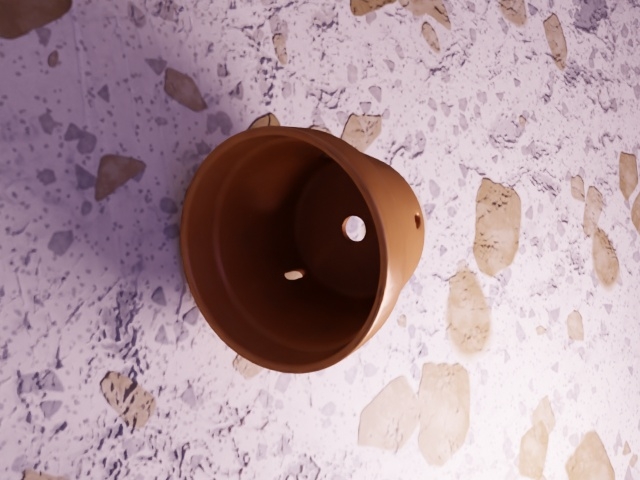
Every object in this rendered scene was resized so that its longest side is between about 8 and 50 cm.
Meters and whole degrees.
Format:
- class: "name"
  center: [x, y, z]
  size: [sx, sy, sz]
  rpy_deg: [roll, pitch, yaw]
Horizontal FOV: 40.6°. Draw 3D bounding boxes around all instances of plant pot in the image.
- class: "plant pot"
  center: [0.000, 0.000, 1.081]
  size: [0.203, 0.291, 0.291]
  rpy_deg: [-15, 95, -57]
